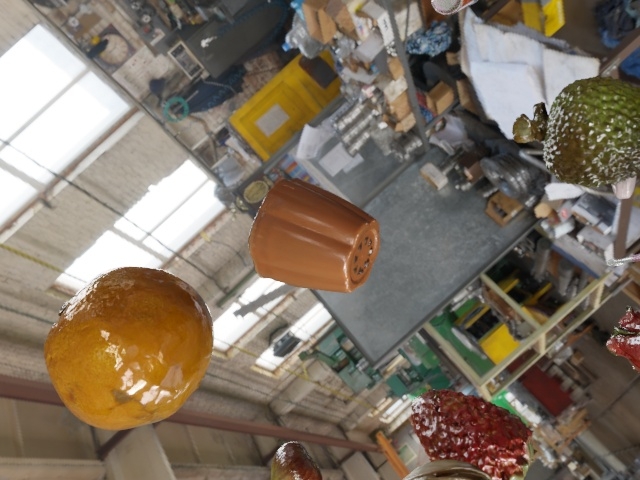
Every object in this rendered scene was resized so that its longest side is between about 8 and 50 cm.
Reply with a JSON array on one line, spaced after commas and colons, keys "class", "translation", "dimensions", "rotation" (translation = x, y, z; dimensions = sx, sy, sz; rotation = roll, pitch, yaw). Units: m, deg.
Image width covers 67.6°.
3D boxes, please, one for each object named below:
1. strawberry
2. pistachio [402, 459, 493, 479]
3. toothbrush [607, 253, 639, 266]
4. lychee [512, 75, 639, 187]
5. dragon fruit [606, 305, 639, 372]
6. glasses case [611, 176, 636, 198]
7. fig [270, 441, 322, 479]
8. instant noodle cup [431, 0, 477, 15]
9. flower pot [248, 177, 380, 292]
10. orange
[{"class": "strawberry", "translation": [0.392, 0.530, 1.293], "dimensions": [0.343, 0.292, 0.292], "rotation": [35, 174, 27]}, {"class": "pistachio", "translation": [0.269, 0.579, 1.074], "dimensions": [0.212, 0.261, 0.163], "rotation": [12, -146, -10]}, {"class": "toothbrush", "translation": [0.682, 0.037, 1.017], "dimensions": [0.286, 0.025, 0.020], "rotation": [37, -126, -78]}, {"class": "lychee", "translation": [0.664, -0.270, 1.177], "dimensions": [0.320, 0.270, 0.270], "rotation": [29, 179, 4]}, {"class": "dragon fruit", "translation": [0.677, 0.194, 0.886], "dimensions": [0.269, 0.198, 0.200], "rotation": [-1, -168, -38]}, {"class": "glasses case", "translation": [0.969, -0.280, 1.529], "dimensions": [0.075, 0.297, 0.113], "rotation": [-2, 168, 35]}, {"class": "fig", "translation": [-0.100, 0.703, 1.386], "dimensions": [0.160, 0.231, 0.143], "rotation": [43, -169, 15]}, {"class": "instant noodle cup", "translation": [0.355, -0.662, 1.262], "dimensions": [0.127, 0.136, 0.127], "rotation": [24, 141, 21]}, {"class": "flower pot", "translation": [0.000, 0.000, 0.815], "dimensions": [0.173, 0.191, 0.190], "rotation": [18, 165, 28]}, {"class": "orange", "translation": [-0.358, 0.201, 0.917], "dimensions": [0.312, 0.312, 0.312], "rotation": [48, 180, 0]}]
